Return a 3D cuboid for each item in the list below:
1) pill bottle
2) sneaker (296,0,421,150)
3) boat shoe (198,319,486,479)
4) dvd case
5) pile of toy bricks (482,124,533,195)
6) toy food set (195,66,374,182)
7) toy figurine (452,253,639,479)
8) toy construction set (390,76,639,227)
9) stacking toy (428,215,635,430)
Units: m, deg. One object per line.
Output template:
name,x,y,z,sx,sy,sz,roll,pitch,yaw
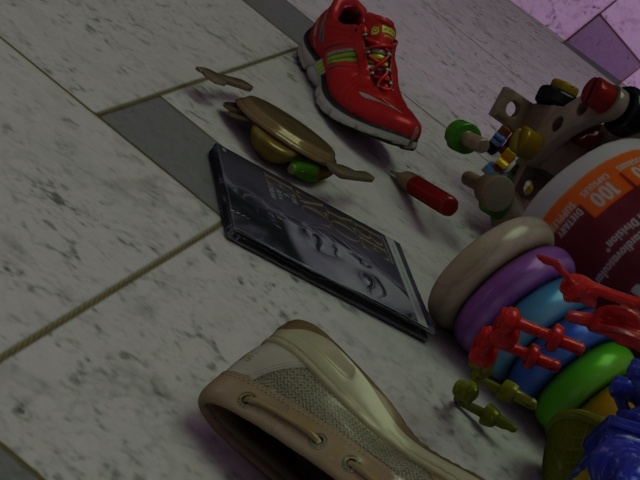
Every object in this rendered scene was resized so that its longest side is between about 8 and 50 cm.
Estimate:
pill bottle,0.376,0.096,1.492,0.224,0.224,0.392,13,27,-49
sneaker,0.051,-0.207,1.834,0.107,0.118,0.279,17,26,-34
boat shoe,0.044,0.182,0.994,0.098,0.109,0.302,-34,68,-28
dvd case,0.000,0.000,1.430,0.221,0.018,0.164,29,21,-24
pile of toy bricks,0.293,-0.127,2.096,0.118,0.105,0.212,40,19,7
toy food set,-0.041,-0.103,1.580,0.192,0.038,0.132,38,11,18
toy figurine,0.173,0.191,1.144,0.191,0.217,0.362,23,-24,0
toy construction set,0.228,-0.081,1.802,0.309,0.257,0.237,2,15,-23
stacking toy,0.247,0.136,1.395,0.330,0.141,0.141,50,23,22
